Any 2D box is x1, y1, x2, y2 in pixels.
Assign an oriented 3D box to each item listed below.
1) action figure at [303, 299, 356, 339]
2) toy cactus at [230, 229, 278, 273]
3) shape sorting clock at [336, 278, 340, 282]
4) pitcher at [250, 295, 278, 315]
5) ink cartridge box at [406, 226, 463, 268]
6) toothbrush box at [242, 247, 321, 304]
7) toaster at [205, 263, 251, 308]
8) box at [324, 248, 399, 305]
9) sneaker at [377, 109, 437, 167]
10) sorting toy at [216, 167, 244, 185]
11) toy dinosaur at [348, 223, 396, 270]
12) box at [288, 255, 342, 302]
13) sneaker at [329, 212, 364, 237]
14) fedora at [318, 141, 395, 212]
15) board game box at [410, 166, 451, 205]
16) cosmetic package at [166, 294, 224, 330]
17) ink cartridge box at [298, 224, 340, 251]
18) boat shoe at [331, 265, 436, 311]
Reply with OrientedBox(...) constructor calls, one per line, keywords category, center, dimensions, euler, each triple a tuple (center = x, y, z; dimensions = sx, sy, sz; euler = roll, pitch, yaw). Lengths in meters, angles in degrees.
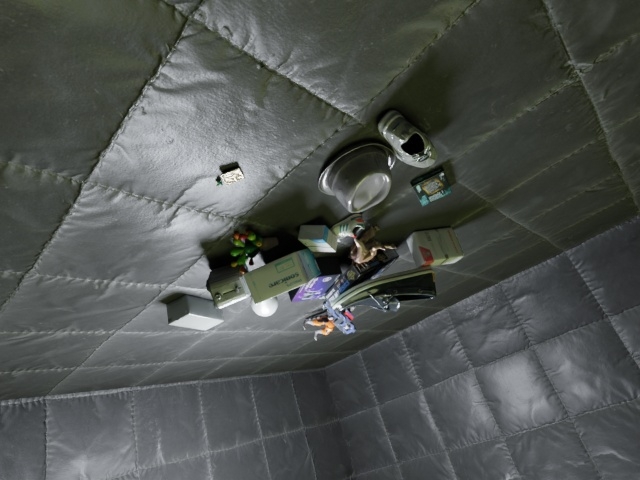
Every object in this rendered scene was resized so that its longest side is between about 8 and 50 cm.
OrientedBox(category="action figure", center=(0.053, 0.443, 2.435), dimensions=(0.330, 0.178, 0.341), euler=(-28, 125, 5))
OrientedBox(category="toy cactus", center=(-0.238, 0.029, 1.479), dimensions=(0.180, 0.112, 0.219), euler=(-16, 147, -27))
OrientedBox(category="shape sorting clock", center=(0.062, 0.256, 2.146), dimensions=(0.206, 0.040, 0.206), euler=(-11, 152, -6))
OrientedBox(category="pitcher", center=(-0.246, 0.255, 1.883), dimensions=(0.177, 0.125, 0.207), euler=(-28, 145, -15))
OrientedBox(category="ink cartridge box", center=(0.534, 0.033, 1.886), dimensions=(0.217, 0.159, 0.092), euler=(-7, 156, -20))
OrientedBox(category="toothbrush box", center=(-0.138, 0.130, 1.567), dimensions=(0.216, 0.126, 0.295), euler=(-23, 179, 11))
OrientedBox(category="toaster", center=(-0.348, 0.165, 1.568), dimensions=(0.146, 0.129, 0.227), euler=(-18, -165, -4))
OrientedBox(category="box", center=(0.195, 0.171, 1.922), dimensions=(0.293, 0.073, 0.295), euler=(-18, 154, -39))
OrientedBox(category="sneaker", center=(0.270, -0.265, 1.180), dimensions=(0.281, 0.115, 0.105), euler=(16, 123, -48))
OrientedBox(category="sorting toy", center=(-0.262, -0.178, 1.146), dimensions=(0.083, 0.012, 0.062), euler=(-21, 158, -2))
OrientedBox(category="toy dinosaur", center=(0.171, 0.042, 1.616), dimensions=(0.200, 0.127, 0.295), euler=(-37, 171, 21))
OrientedBox(category="box", center=(-0.034, 0.183, 1.884), dimensions=(0.184, 0.103, 0.261), euler=(-8, 152, -25))
OrientedBox(category="sneaker", center=(0.102, -0.038, 1.573), dimensions=(0.161, 0.075, 0.057), euler=(-31, 151, 23))
OrientedBox(category="fedora", center=(0.128, -0.177, 1.270), dimensions=(0.243, 0.124, 0.275), euler=(1, 148, -32))
OrientedBox(category="board game box", center=(0.418, -0.199, 1.520), dimensions=(0.126, 0.026, 0.186), euler=(-26, 153, 15))
OrientedBox(category="cosmetic package", center=(-0.564, 0.330, 1.830), dimensions=(0.127, 0.107, 0.238), euler=(-26, 150, 16))
OrientedBox(category="ink cartridge box", center=(0.000, 0.000, 1.558), dimensions=(0.104, 0.060, 0.180), euler=(0, 160, 24))
OrientedBox(category="boat shoe", center=(0.295, 0.248, 1.818), dimensions=(0.500, 0.156, 0.187), euler=(-13, 163, -10))
